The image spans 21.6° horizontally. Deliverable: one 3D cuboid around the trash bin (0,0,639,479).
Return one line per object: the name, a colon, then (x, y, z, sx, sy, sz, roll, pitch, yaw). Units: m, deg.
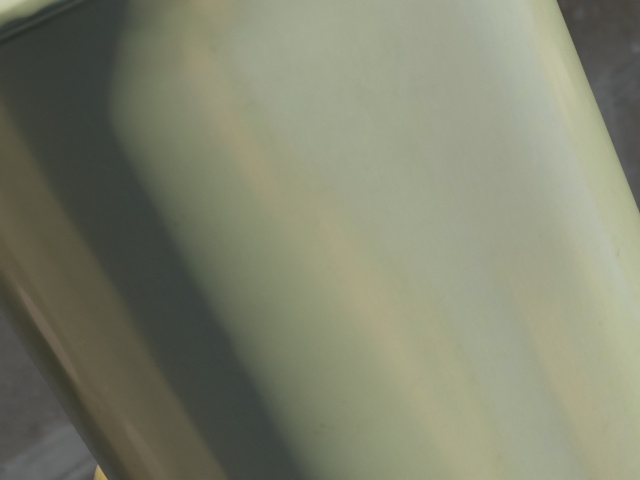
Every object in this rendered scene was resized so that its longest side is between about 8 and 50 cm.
trash bin: (0.000, 0.000, 0.711, 0.280, 0.280, 0.432, -41, 110, -45)

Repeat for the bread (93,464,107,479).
bread: (-0.026, 0.211, 1.275, 0.305, 0.305, 0.159, 21, 58, -48)
